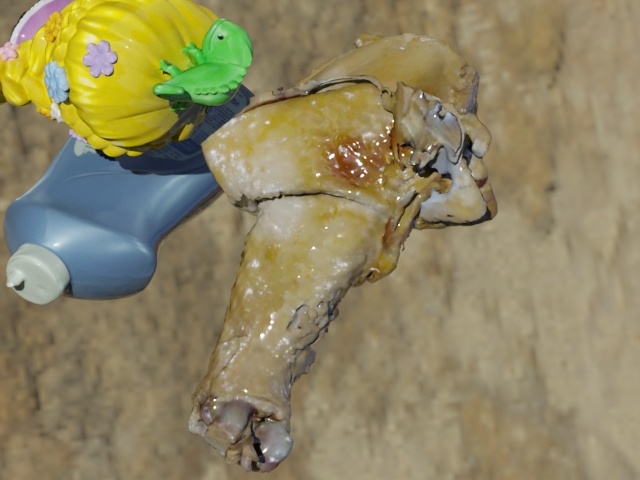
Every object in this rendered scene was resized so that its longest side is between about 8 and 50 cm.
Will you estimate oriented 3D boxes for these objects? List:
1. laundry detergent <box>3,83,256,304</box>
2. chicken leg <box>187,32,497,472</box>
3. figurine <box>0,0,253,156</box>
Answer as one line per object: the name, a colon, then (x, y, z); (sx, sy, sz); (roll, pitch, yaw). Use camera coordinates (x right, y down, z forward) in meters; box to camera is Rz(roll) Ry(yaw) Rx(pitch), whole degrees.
laundry detergent: (-0.115, -0.030, 1.083); (0.097, 0.061, 0.206); (33, 46, 5)
chicken leg: (-0.004, -0.005, 0.803); (0.125, 0.196, 0.080); (47, 7, 38)
figurine: (-0.114, -0.087, 0.994); (0.115, 0.156, 0.094); (-30, 123, -34)
